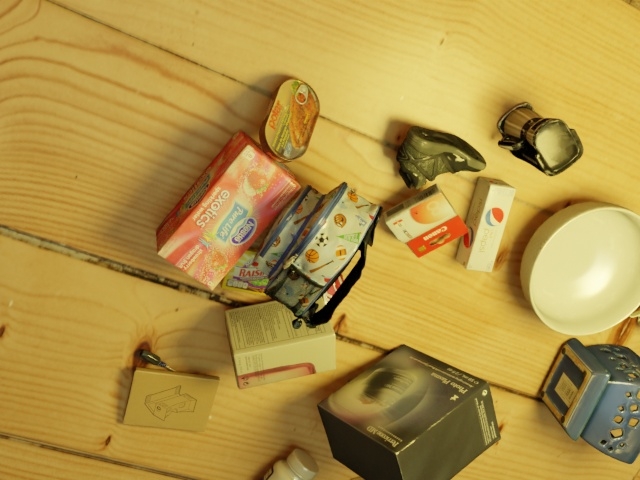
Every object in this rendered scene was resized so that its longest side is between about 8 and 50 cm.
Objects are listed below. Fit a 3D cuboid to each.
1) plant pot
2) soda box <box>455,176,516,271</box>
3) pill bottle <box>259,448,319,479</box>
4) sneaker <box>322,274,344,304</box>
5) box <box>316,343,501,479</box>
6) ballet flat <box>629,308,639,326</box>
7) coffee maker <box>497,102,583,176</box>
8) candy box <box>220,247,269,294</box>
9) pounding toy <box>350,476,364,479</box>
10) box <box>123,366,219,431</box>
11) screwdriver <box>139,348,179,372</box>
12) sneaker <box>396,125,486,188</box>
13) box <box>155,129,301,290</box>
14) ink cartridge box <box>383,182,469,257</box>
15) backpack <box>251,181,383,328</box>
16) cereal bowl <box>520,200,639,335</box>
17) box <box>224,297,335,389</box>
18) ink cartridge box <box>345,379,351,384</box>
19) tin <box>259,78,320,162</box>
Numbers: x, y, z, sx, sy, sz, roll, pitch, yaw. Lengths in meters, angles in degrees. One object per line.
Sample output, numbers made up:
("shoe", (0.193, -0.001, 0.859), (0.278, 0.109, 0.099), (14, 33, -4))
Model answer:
("plant pot", (0.723, 0.403, 1.982), (0.212, 0.236, 0.235), (18, 107, -13))
("soda box", (0.391, -0.037, 1.811), (0.069, 0.074, 0.216), (8, 109, -16))
("pill bottle", (-0.094, 0.627, 1.940), (0.112, 0.112, 0.186), (36, 100, -23))
("sneaker", (0.036, 0.135, 1.813), (0.067, 0.042, 0.118), (-8, 111, -7))
("box", (0.204, 0.422, 1.778), (0.294, 0.296, 0.182), (-31, 117, -27))
("ballet flat", (0.865, 0.181, 2.007), (0.096, 0.095, 0.280), (-42, 104, 16))
("coffee maker", (0.506, -0.217, 1.709), (0.171, 0.178, 0.120), (28, 103, -21))
("candy box", (-0.120, 0.077, 1.762), (0.206, 0.027, 0.105), (10, 106, -17))
("pounding toy", (0.152, 0.671, 2.035), (0.130, 0.100, 0.141), (-12, 112, 7))
("box", (-0.358, 0.383, 1.822), (0.201, 0.021, 0.164), (10, 115, -17))
("screwdriver", (-0.354, 0.302, 1.800), (0.170, 0.024, 0.025), (32, 130, -24))
("sneaker", (0.264, -0.176, 1.726), (0.228, 0.087, 0.130), (7, 132, -32))
("box", (-0.201, -0.065, 1.623), (0.154, 0.142, 0.300), (38, 99, -24))
("ink cartridge box", (0.249, -0.032, 1.762), (0.145, 0.045, 0.179), (-29, 126, 16))
("backpack", (0.000, 0.000, 1.606), (0.213, 0.276, 0.263), (39, 124, -12))
("cereal bowl", (0.639, 0.055, 1.869), (0.339, 0.141, 0.338), (-5, 112, -12))
("box", (-0.093, 0.229, 1.749), (0.233, 0.148, 0.126), (-10, 131, -9))
("ink cartridge box", (0.105, 0.387, 1.926), (0.083, 0.048, 0.028), (21, 105, -21))
("tin", (-0.065, -0.249, 1.587), (0.106, 0.040, 0.189), (32, 63, -29))
